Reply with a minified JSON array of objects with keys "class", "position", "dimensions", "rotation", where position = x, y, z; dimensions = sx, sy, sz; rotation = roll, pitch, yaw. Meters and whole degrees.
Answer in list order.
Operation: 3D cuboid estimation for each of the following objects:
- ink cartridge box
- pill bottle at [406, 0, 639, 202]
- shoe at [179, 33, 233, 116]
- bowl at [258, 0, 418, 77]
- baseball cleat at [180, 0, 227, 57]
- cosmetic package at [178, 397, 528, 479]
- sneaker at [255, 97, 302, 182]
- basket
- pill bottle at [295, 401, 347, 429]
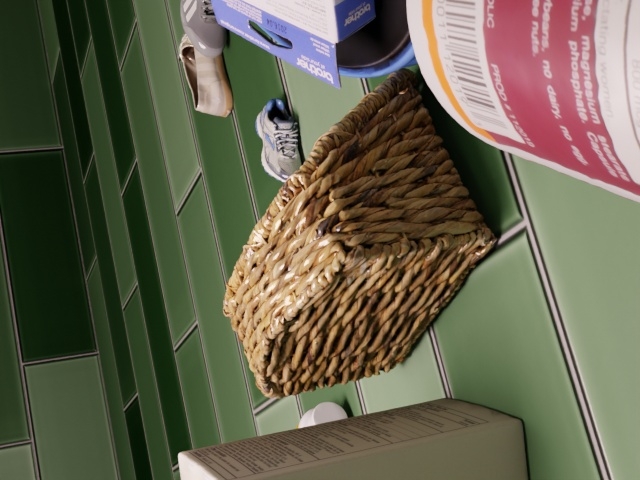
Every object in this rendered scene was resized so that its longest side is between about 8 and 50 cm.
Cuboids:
[{"class":"ink cartridge box","position":[-0.043,-0.298,0.866],"dimensions":[0.186,0.065,0.311],"rotation":[32,146,33]},{"class":"pill bottle","position":[0.225,-0.110,0.480],"dimensions":[0.392,0.224,0.224],"rotation":[-144,51,-60]},{"class":"shoe","position":[-0.195,-0.298,1.631],"dimensions":[0.076,0.058,0.219],"rotation":[123,136,-56]},{"class":"bowl","position":[-0.010,-0.328,0.934],"dimensions":[0.391,0.077,0.391],"rotation":[38,151,26]},{"class":"baseball cleat","position":[-0.177,-0.391,1.550],"dimensions":[0.109,0.072,0.206],"rotation":[-24,77,59]},{"class":"cosmetic package","position":[0.032,0.244,0.942],"dimensions":[0.153,0.296,0.129],"rotation":[178,84,-68]},{"class":"sneaker","position":[-0.054,-0.137,1.356],"dimensions":[0.135,0.052,0.058],"rotation":[68,149,31]},{"class":"basket","position":[0.000,0.000,1.043],"dimensions":[0.223,0.213,0.299],"rotation":[68,152,26]},{"class":"pill bottle","position":[-0.003,0.259,1.323],"dimensions":[0.116,0.065,0.065],"rotation":[113,143,-51]}]
